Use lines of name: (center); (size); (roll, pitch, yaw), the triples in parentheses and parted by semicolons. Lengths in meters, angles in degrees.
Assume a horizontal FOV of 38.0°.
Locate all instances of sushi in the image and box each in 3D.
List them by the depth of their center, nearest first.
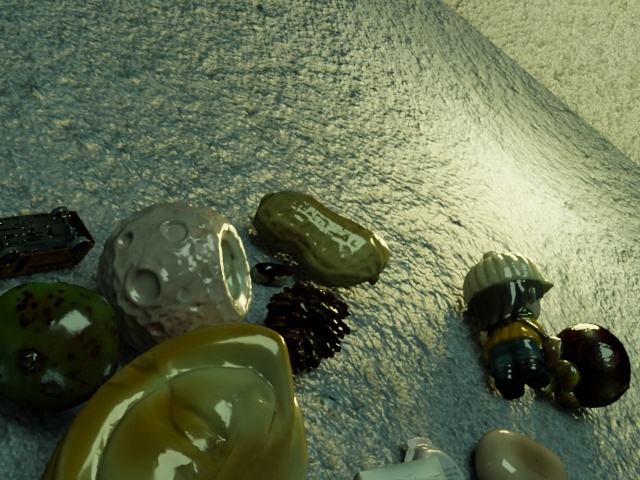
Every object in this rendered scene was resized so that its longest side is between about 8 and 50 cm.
sushi: (-0.094, 0.059, 1.798); (0.083, 0.046, 0.044); (9, 44, -35)

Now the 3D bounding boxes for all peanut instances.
peanut: (0.002, 0.006, 1.861); (0.291, 0.143, 0.159); (29, 26, -9)

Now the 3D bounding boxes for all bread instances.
bread: (-0.180, 0.315, 1.227); (0.329, 0.245, 0.424); (43, 53, 1)

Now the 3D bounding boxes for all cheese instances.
cheese: (0.219, 0.456, 1.636); (0.135, 0.052, 0.244); (2, 50, -37)

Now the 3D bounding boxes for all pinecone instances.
pinecone: (-0.030, 0.159, 1.661); (0.174, 0.173, 0.173); (24, 38, -20)

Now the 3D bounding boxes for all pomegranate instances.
pomegranate: (-0.384, 0.144, 1.338); (0.202, 0.202, 0.248); (34, 9, -7)

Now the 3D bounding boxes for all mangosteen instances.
mangosteen: (0.567, 0.285, 2.045); (0.217, 0.192, 0.192); (-18, 61, -23)

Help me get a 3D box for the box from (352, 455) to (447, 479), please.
box: (0.159, 0.481, 1.502); (0.155, 0.067, 0.242); (-4, 51, -21)

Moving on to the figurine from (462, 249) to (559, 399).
figurine: (0.410, 0.165, 2.025); (0.204, 0.185, 0.332); (51, 29, -25)

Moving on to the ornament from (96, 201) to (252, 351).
ornament: (-0.240, 0.064, 1.490); (0.259, 0.225, 0.259); (-10, 90, -77)

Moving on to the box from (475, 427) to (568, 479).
box: (0.384, 0.441, 1.768); (0.200, 0.088, 0.146); (30, 37, -14)

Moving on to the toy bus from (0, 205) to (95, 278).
toy bus: (-0.466, 0.007, 1.486); (0.194, 0.088, 0.083); (-10, 57, -50)
